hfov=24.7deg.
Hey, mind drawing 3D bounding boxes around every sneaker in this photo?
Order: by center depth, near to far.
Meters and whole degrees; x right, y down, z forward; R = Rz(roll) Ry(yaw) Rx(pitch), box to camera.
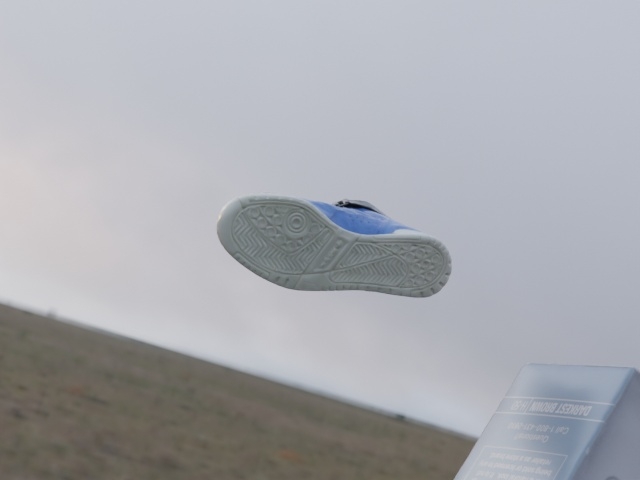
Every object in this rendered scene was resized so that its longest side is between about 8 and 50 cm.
[{"bbox_3d":[0.000,0.001,0.927,0.152,0.058,0.084,9,4,-19],"label":"sneaker"}]

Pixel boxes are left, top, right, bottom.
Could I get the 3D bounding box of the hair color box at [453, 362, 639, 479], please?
[{"bbox_3d":[0.114,0.273,0.831,0.185,0.374,0.114,42,-22,-20],"label":"hair color box"}]
